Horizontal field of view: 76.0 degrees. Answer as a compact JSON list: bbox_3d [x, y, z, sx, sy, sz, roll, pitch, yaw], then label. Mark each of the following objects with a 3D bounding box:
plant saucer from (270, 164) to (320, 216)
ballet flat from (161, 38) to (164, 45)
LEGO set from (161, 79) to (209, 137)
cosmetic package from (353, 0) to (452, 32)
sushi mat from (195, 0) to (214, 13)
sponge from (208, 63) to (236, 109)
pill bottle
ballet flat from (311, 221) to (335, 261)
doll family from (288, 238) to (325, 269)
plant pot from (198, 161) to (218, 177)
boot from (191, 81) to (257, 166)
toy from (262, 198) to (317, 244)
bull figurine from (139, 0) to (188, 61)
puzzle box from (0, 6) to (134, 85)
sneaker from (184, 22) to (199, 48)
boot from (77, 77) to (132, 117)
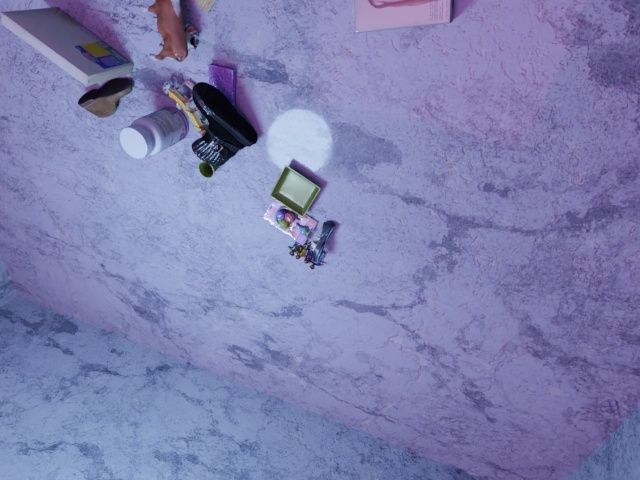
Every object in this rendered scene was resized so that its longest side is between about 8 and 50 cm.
[{"bbox_3d":[-0.110,-0.229,1.854,0.188,0.045,0.188,33,128,-2],"label":"plant saucer"},{"bbox_3d":[-0.626,-0.825,1.679,0.114,0.041,0.041,-27,108,34],"label":"ballet flat"},{"bbox_3d":[-0.553,-0.588,1.791,0.287,0.107,0.132,50,160,-19],"label":"LEGO set"},{"bbox_3d":[0.267,-0.745,1.298,0.296,0.153,0.129,3,121,19],"label":"cosmetic package"},{"bbox_3d":[-0.390,-0.972,1.450,0.151,0.019,0.317,49,141,-15],"label":"sushi mat"},{"bbox_3d":[-0.415,-0.625,1.728,0.117,0.031,0.210,18,126,11],"label":"sponge"},{"bbox_3d":[-0.726,-0.472,1.797,0.160,0.283,0.160,11,125,16],"label":"pill bottle"},{"bbox_3d":[0.000,0.000,1.927,0.074,0.074,0.203,26,108,4],"label":"ballet flat"},{"bbox_3d":[-0.068,0.072,2.013,0.193,0.076,0.111,33,108,5],"label":"doll family"},{"bbox_3d":[-0.516,-0.345,1.922,0.083,0.079,0.083,11,124,16],"label":"plant pot"},{"bbox_3d":[-0.468,-0.473,1.737,0.260,0.131,0.348,-19,134,30],"label":"boot"},{"bbox_3d":[-0.149,-0.093,1.928,0.237,0.056,0.137,33,106,-2],"label":"toy"},{"bbox_3d":[-0.589,-0.843,1.571,0.188,0.101,0.310,-1,99,33],"label":"bull figurine"},{"bbox_3d":[-1.040,-0.816,1.709,0.409,0.272,0.052,37,127,-3],"label":"puzzle box"},{"bbox_3d":[-0.545,-0.791,1.657,0.075,0.057,0.161,46,124,-3],"label":"sneaker"},{"bbox_3d":[-0.975,-0.663,1.912,0.305,0.112,0.115,-10,147,23],"label":"boot"}]
